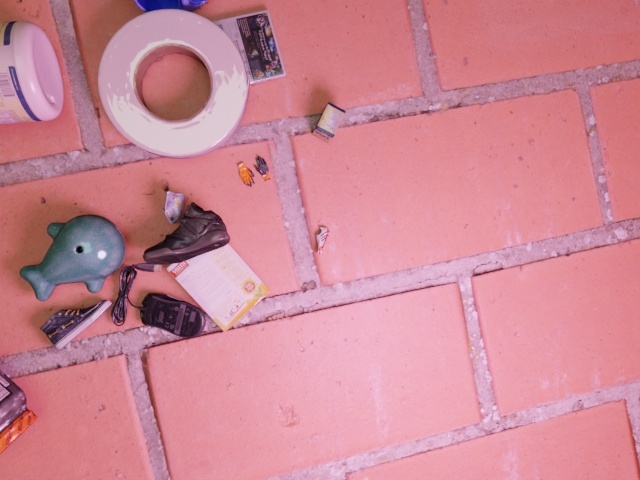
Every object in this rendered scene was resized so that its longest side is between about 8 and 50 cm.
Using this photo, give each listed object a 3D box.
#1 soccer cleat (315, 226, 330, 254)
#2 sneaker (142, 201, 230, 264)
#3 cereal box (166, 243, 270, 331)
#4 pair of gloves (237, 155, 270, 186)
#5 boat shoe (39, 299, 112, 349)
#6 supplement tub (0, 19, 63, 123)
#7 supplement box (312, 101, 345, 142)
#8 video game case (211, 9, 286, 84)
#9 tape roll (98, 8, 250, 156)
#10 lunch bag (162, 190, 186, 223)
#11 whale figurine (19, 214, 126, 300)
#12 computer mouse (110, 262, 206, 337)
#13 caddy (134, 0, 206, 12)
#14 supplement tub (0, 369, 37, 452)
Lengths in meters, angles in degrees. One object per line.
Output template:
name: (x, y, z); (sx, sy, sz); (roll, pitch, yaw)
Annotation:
soccer cleat: (0.000, 0.000, 1.454); (0.035, 0.029, 0.083); (19, 85, 0)
sneaker: (-0.365, -0.018, 1.335); (0.227, 0.087, 0.130); (-21, 72, -4)
cereal box: (-0.282, 0.108, 1.399); (0.173, 0.047, 0.240); (-41, 95, -7)
pair of gloves: (-0.188, -0.196, 1.428); (0.083, 0.010, 0.074); (-23, 94, -9)
boat shoe: (-0.651, 0.202, 1.333); (0.183, 0.065, 0.083); (-41, 98, -5)
supplement tub: (-0.827, -0.396, 1.211); (0.324, 0.235, 0.236); (-7, 92, -9)
supplement box: (0.023, -0.333, 1.422); (0.056, 0.083, 0.083); (26, 86, -8)
video game case: (-0.205, -0.537, 1.416); (0.173, 0.022, 0.191); (-16, 92, -8)
tape roll: (-0.388, -0.415, 1.351); (0.391, 0.072, 0.392); (0, 92, -6)
lunch bag: (-0.398, -0.088, 1.366); (0.053, 0.071, 0.083); (8, 91, -7)
whale figurine: (-0.643, 0.048, 1.294); (0.272, 0.141, 0.216); (-32, 96, -7)
computer mouse: (-0.430, 0.157, 1.374); (0.261, 0.060, 0.184); (9, 94, 3)
caddy: (-0.382, -0.707, 1.239); (0.241, 0.341, 0.179); (-27, 77, -7)
supplement tub: (-0.886, 0.386, 1.228); (0.207, 0.207, 0.338); (-44, 97, -6)
